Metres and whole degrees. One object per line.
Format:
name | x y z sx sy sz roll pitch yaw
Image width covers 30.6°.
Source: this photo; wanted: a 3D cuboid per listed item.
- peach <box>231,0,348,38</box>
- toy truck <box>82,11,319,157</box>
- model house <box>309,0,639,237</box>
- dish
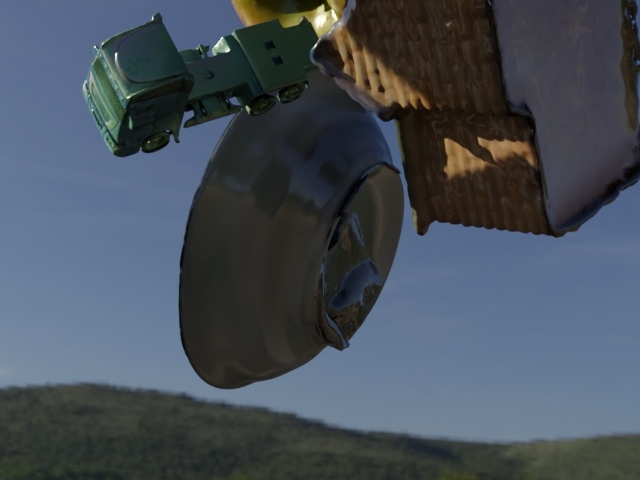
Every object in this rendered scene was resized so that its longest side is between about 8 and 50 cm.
peach | 0.052 -0.339 1.186 0.380 0.306 0.242 -34 -10 -29
toy truck | -0.071 -0.120 0.804 0.175 0.067 0.081 -20 -17 -25
model house | 0.100 -0.106 0.767 0.172 0.183 0.166 4 27 42
dish | 0.000 0.000 1.057 0.106 0.317 0.316 18 -9 23
